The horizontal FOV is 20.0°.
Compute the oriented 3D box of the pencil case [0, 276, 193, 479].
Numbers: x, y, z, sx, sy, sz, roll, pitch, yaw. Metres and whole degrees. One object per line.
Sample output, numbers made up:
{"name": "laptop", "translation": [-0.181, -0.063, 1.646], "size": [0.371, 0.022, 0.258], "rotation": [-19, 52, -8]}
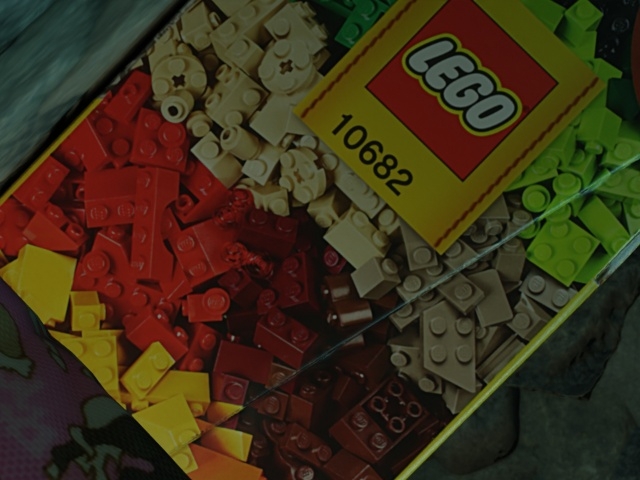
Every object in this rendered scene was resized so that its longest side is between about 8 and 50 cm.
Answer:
{"name": "pencil case", "translation": [-0.040, 0.159, 0.428], "size": [0.160, 0.386, 0.167], "rotation": [-44, 180, -8]}

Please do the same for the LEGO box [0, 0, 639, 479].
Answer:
{"name": "LEGO box", "translation": [0.000, 0.000, 0.934], "size": [0.372, 0.193, 0.500], "rotation": [-46, 178, 2]}
